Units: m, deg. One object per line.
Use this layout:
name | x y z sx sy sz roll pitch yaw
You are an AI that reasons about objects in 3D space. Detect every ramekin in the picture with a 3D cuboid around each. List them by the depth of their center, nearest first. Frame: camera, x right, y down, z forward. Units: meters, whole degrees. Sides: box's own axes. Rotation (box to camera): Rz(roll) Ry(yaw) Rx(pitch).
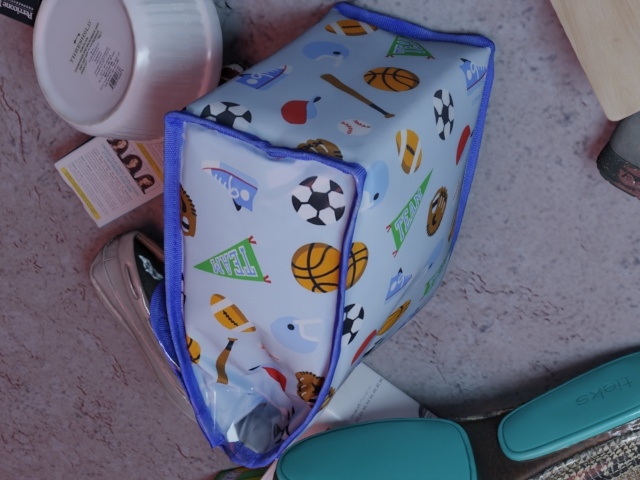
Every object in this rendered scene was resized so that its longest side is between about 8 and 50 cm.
ramekin | -0.216 -0.206 1.268 0.207 0.109 0.207 6 100 36

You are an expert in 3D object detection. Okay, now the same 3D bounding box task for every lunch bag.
lunch bag | 0.000 0.000 1.188 0.238 0.328 0.386 20 128 23

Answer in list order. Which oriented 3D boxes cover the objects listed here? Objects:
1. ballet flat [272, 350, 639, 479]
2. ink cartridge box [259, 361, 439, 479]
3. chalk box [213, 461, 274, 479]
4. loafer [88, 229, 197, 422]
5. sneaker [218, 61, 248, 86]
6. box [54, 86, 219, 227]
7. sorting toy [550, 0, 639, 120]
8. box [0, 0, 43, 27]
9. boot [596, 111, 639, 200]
ballet flat | 0.195 0.264 1.295 0.482 0.164 0.182 -17 121 9
ink cartridge box | 0.088 0.308 1.476 0.273 0.115 0.198 37 129 3
chalk box | -0.099 0.399 1.623 0.213 0.132 0.132 -18 110 34
loafer | -0.168 0.125 1.499 0.319 0.112 0.111 49 138 -7
sneaker | -0.064 -0.160 1.308 0.109 0.044 0.040 43 118 -7
box | -0.203 -0.108 1.401 0.244 0.060 0.101 -24 106 37
sorting toy | 0.309 -0.271 0.977 0.255 0.089 0.257 -26 89 40
box | -0.390 -0.374 1.305 0.261 0.103 0.184 24 125 12
boot | 0.393 -0.081 1.092 0.246 0.083 0.161 29 123 7
